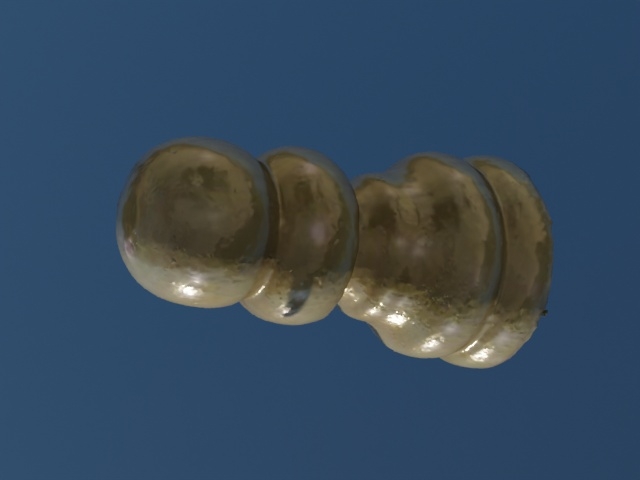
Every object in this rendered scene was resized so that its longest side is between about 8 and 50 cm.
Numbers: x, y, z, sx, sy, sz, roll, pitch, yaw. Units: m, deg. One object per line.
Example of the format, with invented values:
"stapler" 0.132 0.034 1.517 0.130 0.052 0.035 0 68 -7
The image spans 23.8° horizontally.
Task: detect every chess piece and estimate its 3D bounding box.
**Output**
"chess piece" 0.000 0.000 0.932 0.142 0.260 0.143 -26 -119 60
